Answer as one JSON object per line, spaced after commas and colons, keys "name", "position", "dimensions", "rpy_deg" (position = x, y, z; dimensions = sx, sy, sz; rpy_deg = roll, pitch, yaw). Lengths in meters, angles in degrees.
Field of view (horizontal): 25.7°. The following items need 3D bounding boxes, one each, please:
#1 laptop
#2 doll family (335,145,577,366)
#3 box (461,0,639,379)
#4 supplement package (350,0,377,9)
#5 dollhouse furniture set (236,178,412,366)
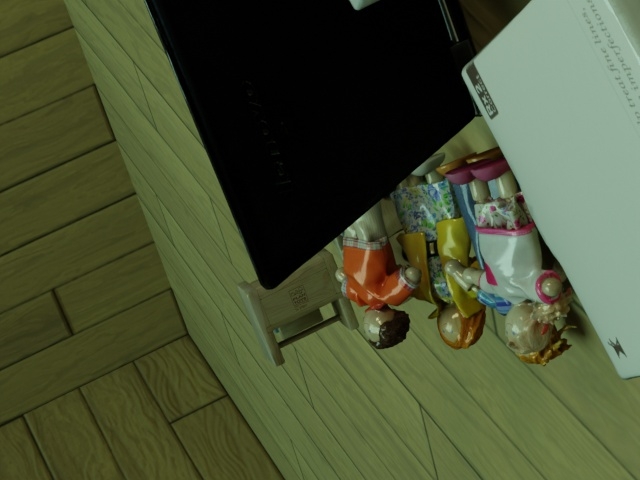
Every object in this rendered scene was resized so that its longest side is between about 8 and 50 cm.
{"name": "laptop", "position": [-0.061, -0.223, 0.969], "dimensions": [0.382, 0.236, 0.408], "rpy_deg": [69, 166, -18]}
{"name": "doll family", "position": [0.119, 0.016, 1.053], "dimensions": [0.263, 0.118, 0.163], "rpy_deg": [-4, 106, 57]}
{"name": "box", "position": [0.174, -0.045, 0.637], "dimensions": [0.181, 0.119, 0.182], "rpy_deg": [63, 167, 4]}
{"name": "supplement package", "position": [0.044, -0.274, 0.657], "dimensions": [0.204, 0.145, 0.262], "rpy_deg": [61, 167, 14]}
{"name": "dollhouse furniture set", "position": [0.000, 0.000, 1.263], "dimensions": [0.129, 0.183, 0.129], "rpy_deg": [34, 148, 66]}
